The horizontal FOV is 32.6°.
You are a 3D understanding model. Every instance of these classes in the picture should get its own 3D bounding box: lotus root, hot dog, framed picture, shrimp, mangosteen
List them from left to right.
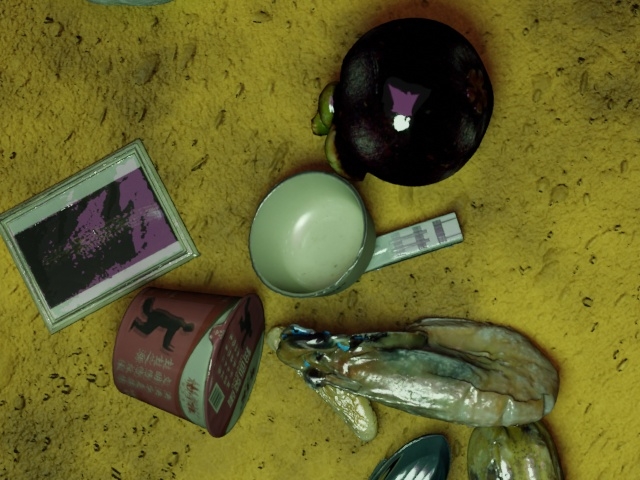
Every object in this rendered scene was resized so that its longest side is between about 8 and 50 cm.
[{"bbox_3d":[-0.383,-0.007,1.854,0.293,0.018,0.231,-29,84,2],"label":"framed picture"},{"bbox_3d":[0.014,0.221,1.770,0.242,0.084,0.073,45,89,8],"label":"hot dog"},{"bbox_3d":[0.113,-0.211,1.718,0.302,0.275,0.275,-10,85,35],"label":"mangosteen"},{"bbox_3d":[0.154,0.185,1.696,0.446,0.221,0.110,8,128,-5],"label":"shrimp"},{"bbox_3d":[0.310,0.399,1.698,0.154,0.154,0.278,-13,80,4],"label":"lotus root"}]

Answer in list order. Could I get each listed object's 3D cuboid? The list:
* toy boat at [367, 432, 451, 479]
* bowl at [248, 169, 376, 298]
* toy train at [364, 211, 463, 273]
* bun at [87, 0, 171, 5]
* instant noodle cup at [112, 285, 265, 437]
[{"bbox_3d":[0.112,0.424,1.725,0.114,0.122,0.296,29,100,-15],"label":"toy boat"},{"bbox_3d":[0.000,0.000,1.754,0.211,0.112,0.211,-7,74,26],"label":"bowl"},{"bbox_3d":[0.115,0.013,1.790,0.234,0.051,0.052,-18,81,4],"label":"toy train"},{"bbox_3d":[-0.317,-0.551,1.788,0.362,0.211,0.362,0,89,6],"label":"bun"},{"bbox_3d":[-0.208,0.177,1.733,0.178,0.235,0.234,13,87,16],"label":"instant noodle cup"}]
